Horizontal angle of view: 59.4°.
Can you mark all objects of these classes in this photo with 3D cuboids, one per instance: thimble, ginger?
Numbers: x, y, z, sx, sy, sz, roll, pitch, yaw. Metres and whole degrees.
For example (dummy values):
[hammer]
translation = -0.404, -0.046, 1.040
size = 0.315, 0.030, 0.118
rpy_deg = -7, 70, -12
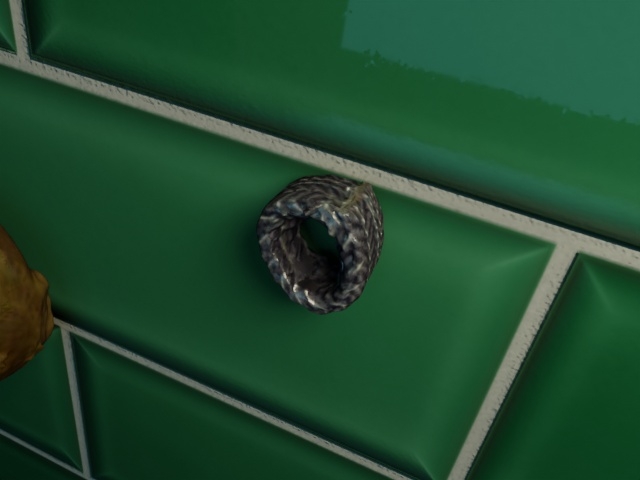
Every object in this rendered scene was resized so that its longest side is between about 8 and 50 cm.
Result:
[thimble]
translation = -0.001, 0.002, 0.450
size = 0.095, 0.066, 0.104
rpy_deg = 19, 125, 12
[ginger]
translation = -0.422, 0.055, 0.601
size = 0.223, 0.200, 0.269
rpy_deg = 18, 125, 18
